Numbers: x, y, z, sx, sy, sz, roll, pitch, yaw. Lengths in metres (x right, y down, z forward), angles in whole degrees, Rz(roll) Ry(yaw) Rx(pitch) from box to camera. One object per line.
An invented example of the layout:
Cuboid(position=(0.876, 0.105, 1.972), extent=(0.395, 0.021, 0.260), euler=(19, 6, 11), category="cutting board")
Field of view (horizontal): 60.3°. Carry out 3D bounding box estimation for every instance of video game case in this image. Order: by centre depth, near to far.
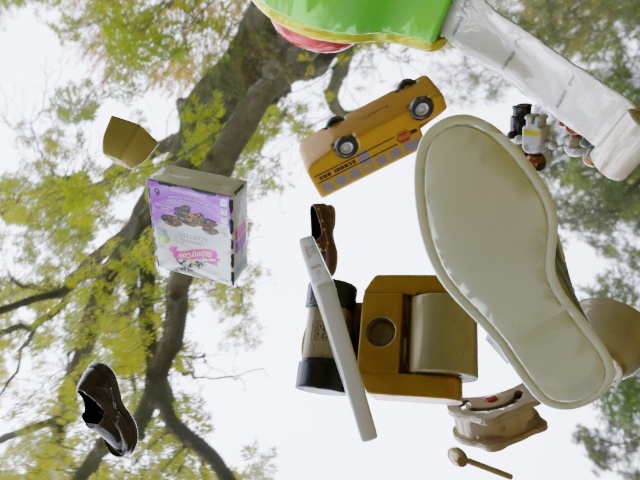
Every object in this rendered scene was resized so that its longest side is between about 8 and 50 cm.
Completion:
Cuboid(position=(0.020, 0.125, 0.763), extent=(0.026, 0.206, 0.227), euler=(-17, -73, -3), category="video game case")

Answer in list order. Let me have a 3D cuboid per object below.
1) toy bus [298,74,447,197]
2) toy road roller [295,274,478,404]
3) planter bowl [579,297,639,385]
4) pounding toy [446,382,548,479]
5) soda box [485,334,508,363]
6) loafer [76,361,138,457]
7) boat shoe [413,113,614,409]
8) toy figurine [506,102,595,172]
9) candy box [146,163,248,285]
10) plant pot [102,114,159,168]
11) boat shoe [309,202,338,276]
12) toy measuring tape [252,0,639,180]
Cuboid(position=(0.118, -0.232, 1.235), extent=(0.130, 0.333, 0.108), euler=(58, -171, -41), category="toy bus")
Cuboid(position=(0.123, 0.193, 1.007), extent=(0.240, 0.330, 0.202), euler=(49, -137, -59), category="toy road roller")
Cuboid(position=(0.529, 0.204, 1.040), extent=(0.162, 0.162, 0.109), euler=(52, -127, -9), category="planter bowl")
Cuboid(position=(0.388, 0.439, 1.260), extent=(0.270, 0.154, 0.154), euler=(-15, -84, -17), category="pounding toy")
Cuboid(position=(0.526, 0.195, 1.447), extent=(0.091, 0.286, 0.098), euler=(-19, -134, -19), category="soda box")
Cuboid(position=(-0.428, 0.344, 1.077), extent=(0.078, 0.080, 0.220), euler=(-46, -50, -54), category="loafer")
Cuboid(position=(0.178, 0.020, 0.533), extent=(0.319, 0.116, 0.099), euler=(57, -165, -17), category="boat shoe")
Cuboid(position=(0.560, -0.243, 1.306), extent=(0.209, 0.213, 0.148), euler=(-79, -17, -66), category="toy figurine")
Cuboid(position=(-0.223, -0.027, 1.022), extent=(0.165, 0.196, 0.070), euler=(12, -146, 12), category="candy box")
Cuboid(position=(-0.411, -0.201, 1.166), extent=(0.083, 0.082, 0.081), euler=(-64, -22, -12), category="plant pot")
Cuboid(position=(0.000, 0.000, 1.513), extent=(0.073, 0.073, 0.206), euler=(1, -97, -45), category="boat shoe")
Cuboid(position=(0.043, -0.143, 0.340), extent=(0.121, 0.121, 0.330), euler=(-19, -121, -41), category="toy measuring tape")
